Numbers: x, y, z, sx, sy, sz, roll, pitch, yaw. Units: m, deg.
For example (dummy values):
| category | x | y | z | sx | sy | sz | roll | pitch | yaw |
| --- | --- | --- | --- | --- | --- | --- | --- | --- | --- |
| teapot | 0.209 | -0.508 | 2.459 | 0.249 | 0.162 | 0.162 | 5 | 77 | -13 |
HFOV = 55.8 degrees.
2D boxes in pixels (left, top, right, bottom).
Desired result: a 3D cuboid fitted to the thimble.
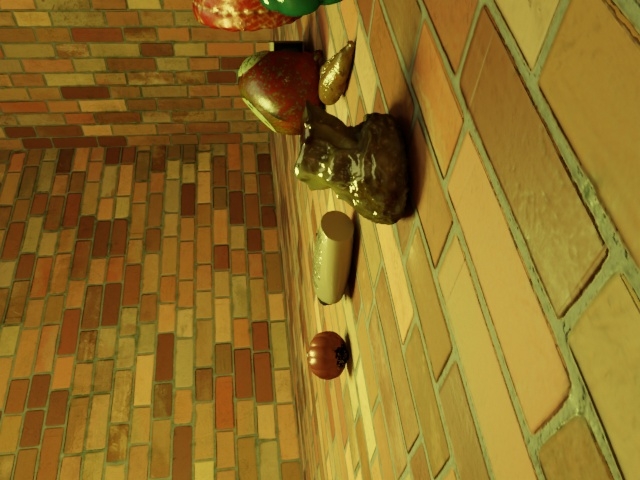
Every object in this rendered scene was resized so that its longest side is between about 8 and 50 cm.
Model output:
| category | x | y | z | sx | sy | sz | roll | pitch | yaw |
| --- | --- | --- | --- | --- | --- | --- | --- | --- | --- |
| thimble | -0.195 | -0.744 | 1.705 | 0.350 | 0.350 | 0.231 | -102 | 10 | -52 |

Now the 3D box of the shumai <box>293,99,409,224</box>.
| category | x | y | z | sx | sy | sz | roll | pitch | yaw |
| --- | --- | --- | --- | --- | --- | --- | --- | --- | --- |
| shumai | 0.040 | -0.106 | 0.839 | 0.209 | 0.152 | 0.162 | -99 | 16 | -59 |

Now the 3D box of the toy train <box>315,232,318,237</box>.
| category | x | y | z | sx | sy | sz | roll | pitch | yaw |
| --- | --- | --- | --- | --- | --- | --- | --- | --- | --- |
| toy train | 0.000 | 0.000 | 1.666 | 0.083 | 0.017 | 0.017 | -110 | 11 | -66 |

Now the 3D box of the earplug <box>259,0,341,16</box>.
| category | x | y | z | sx | sy | sz | roll | pitch | yaw |
| --- | --- | --- | --- | --- | --- | --- | --- | --- | --- |
| earplug | -0.024 | -0.526 | 1.088 | 0.257 | 0.280 | 0.164 | 38 | 166 | 32 |

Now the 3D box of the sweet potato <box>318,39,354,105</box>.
| category | x | y | z | sx | sy | sz | roll | pitch | yaw |
| --- | --- | --- | --- | --- | --- | --- | --- | --- | --- |
| sweet potato | 0.027 | -0.324 | 1.183 | 0.068 | 0.060 | 0.206 | 55 | 157 | 5 |

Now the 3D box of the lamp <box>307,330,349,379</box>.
| category | x | y | z | sx | sy | sz | roll | pitch | yaw |
| --- | --- | --- | --- | --- | --- | --- | --- | --- | --- |
| lamp | 0.016 | 0.255 | 1.342 | 0.107 | 0.092 | 0.108 | 15 | -108 | -60 |

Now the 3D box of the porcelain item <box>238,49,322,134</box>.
| category | x | y | z | sx | sy | sz | roll | pitch | yaw |
| --- | --- | --- | --- | --- | --- | --- | --- | --- | --- |
| porcelain item | -0.078 | -0.398 | 1.540 | 0.253 | 0.252 | 0.253 | 177 | 90 | -83 |

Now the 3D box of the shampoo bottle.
| category | x | y | z | sx | sy | sz | roll | pitch | yaw |
| --- | --- | --- | --- | --- | --- | --- | --- | --- | --- |
| shampoo bottle | 0.023 | 0.052 | 1.263 | 0.257 | 0.078 | 0.127 | 99 | 161 | -51 |

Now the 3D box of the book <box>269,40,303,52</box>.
| category | x | y | z | sx | sy | sz | roll | pitch | yaw |
| --- | --- | --- | --- | --- | --- | --- | --- | --- | --- |
| book | -0.097 | -0.478 | 1.801 | 0.322 | 0.018 | 0.229 | -54 | -34 | -68 |
